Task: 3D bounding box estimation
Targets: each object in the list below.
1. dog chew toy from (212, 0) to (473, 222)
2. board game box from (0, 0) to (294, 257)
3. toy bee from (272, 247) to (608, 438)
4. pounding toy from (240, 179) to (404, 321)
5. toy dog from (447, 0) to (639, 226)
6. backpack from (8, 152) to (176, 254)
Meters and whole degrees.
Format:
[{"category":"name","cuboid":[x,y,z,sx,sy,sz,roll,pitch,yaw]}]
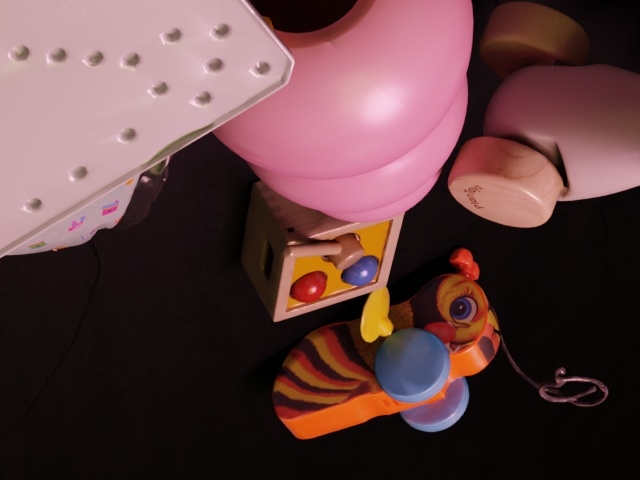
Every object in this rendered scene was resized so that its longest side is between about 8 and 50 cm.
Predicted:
[{"category":"dog chew toy","cuboid":[0.017,-0.114,1.445,0.206,0.206,0.332,-30,157,-1]},{"category":"board game box","cuboid":[-0.274,-0.131,1.181,0.390,0.050,0.390,-30,134,14]},{"category":"toy bee","cuboid":[0.105,0.096,1.881,0.298,0.162,0.195,2,152,-4]},{"category":"pounding toy","cuboid":[0.000,0.000,1.673,0.130,0.100,0.141,-17,146,-21]},{"category":"toy dog","cuboid":[0.254,-0.058,1.494,0.220,0.334,0.161,-54,148,-6]},{"category":"backpack","cuboid":[-0.201,-0.057,1.414,0.182,0.115,0.152,-5,143,-30]}]
